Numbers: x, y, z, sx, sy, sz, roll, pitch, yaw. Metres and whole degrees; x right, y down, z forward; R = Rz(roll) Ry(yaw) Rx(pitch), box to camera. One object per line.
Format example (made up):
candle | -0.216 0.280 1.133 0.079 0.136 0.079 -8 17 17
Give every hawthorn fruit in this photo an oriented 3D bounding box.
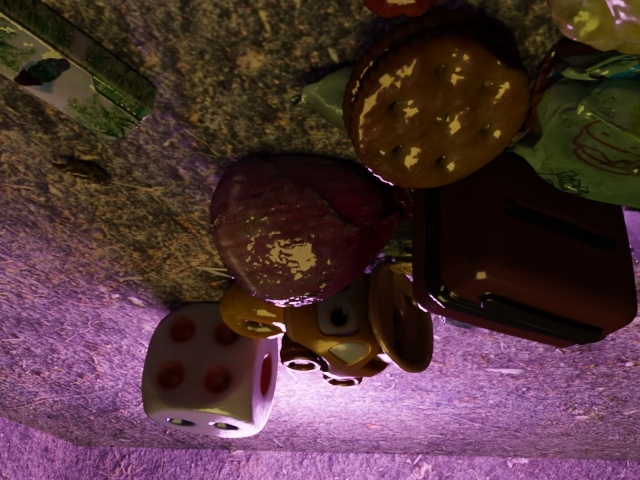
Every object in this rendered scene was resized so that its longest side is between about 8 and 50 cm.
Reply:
hawthorn fruit | 0.078 -0.264 0.662 0.081 0.081 0.093 1 122 9

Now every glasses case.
glasses case | -0.333 -0.221 0.822 0.095 0.062 0.272 -17 145 36

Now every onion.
onion | 0.000 0.000 1.043 0.349 0.159 0.267 -10 139 18

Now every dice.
dice | -0.242 0.294 1.567 0.251 0.259 0.243 1 149 11

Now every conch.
conch | 0.054 -0.166 0.850 0.180 0.065 0.088 12 152 -5

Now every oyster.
oyster | -0.369 -0.104 1.081 0.051 0.034 0.093 7 168 33

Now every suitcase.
suitcase | 0.280 0.014 0.963 0.297 0.236 0.161 17 149 -22

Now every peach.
peach | -0.116 0.137 1.409 0.179 0.103 0.179 2 154 1

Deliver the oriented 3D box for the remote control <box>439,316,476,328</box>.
remote control | 0.276 0.109 1.336 0.104 0.052 0.247 0 152 14

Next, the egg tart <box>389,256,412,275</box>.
egg tart | 0.173 0.039 1.226 0.105 0.039 0.105 4 169 1

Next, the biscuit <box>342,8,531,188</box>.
biscuit | 0.132 -0.155 0.791 0.221 0.066 0.220 -9 139 -8

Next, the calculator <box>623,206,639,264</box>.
calculator | 0.514 0.015 1.013 0.161 0.021 0.261 38 177 25

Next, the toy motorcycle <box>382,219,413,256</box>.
toy motorcycle | 0.175 -0.002 1.140 0.193 0.061 0.124 -11 158 40

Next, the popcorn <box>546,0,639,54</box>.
popcorn | 0.281 -0.245 0.534 0.256 0.194 0.255 6 153 41

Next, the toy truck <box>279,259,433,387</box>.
toy truck | 0.064 0.156 1.303 0.212 0.204 0.288 -18 144 33

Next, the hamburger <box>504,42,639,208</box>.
hamburger | 0.366 -0.113 0.804 0.276 0.150 0.260 12 153 -13
